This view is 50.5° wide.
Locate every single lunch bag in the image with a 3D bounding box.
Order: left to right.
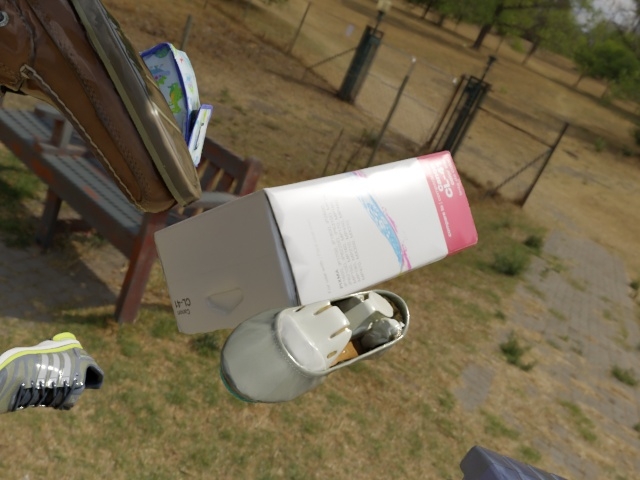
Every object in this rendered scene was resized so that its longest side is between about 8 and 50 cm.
[{"bbox_3d":[-0.189,-0.161,0.850,0.096,0.151,0.129,-14,10,1],"label":"lunch bag"}]

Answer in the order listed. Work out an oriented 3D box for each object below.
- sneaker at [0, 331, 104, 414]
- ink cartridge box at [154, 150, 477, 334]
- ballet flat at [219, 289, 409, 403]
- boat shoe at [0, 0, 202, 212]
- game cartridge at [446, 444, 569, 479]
[{"bbox_3d":[-0.484,0.248,1.186,0.121,0.111,0.300,31,16,9],"label":"sneaker"},{"bbox_3d":[0.000,0.000,0.796,0.306,0.131,0.226,-14,-1,-44],"label":"ink cartridge box"},{"bbox_3d":[0.006,0.070,0.538,0.213,0.068,0.072,-5,57,-58],"label":"ballet flat"},{"bbox_3d":[-0.192,-0.140,0.460,0.307,0.104,0.111,59,-4,4],"label":"boat shoe"},{"bbox_3d":[0.122,0.364,0.628,0.230,0.355,0.068,28,11,-29],"label":"game cartridge"}]
